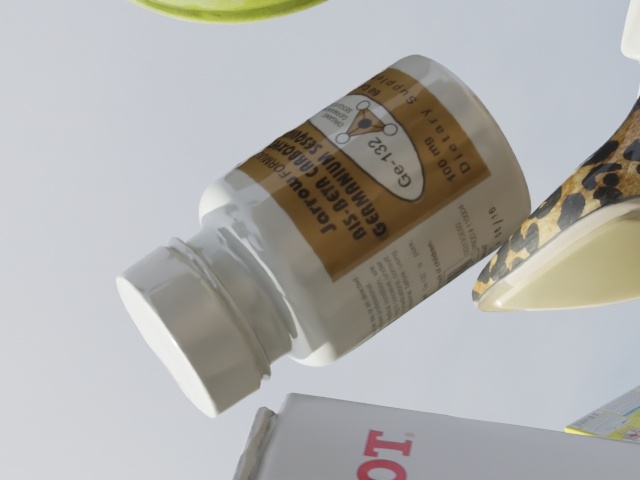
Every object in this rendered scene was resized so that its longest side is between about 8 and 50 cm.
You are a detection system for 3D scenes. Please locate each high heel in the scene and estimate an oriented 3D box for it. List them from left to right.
[{"bbox_3d":[0.186,-0.070,1.101,0.261,0.186,0.093,-29,-44,11],"label":"high heel"}]

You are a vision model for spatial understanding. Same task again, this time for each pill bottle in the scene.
[{"bbox_3d":[0.000,0.000,1.137,0.229,0.131,0.131,-34,-30,-13],"label":"pill bottle"}]

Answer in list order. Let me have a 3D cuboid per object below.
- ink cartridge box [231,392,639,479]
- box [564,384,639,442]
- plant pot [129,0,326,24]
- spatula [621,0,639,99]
[{"bbox_3d":[0.148,0.204,0.604,0.285,0.395,0.166,-69,-14,-65],"label":"ink cartridge box"},{"bbox_3d":[0.277,0.149,1.396,0.105,0.179,0.043,-25,-73,-27],"label":"box"},{"bbox_3d":[-0.102,-0.373,1.330,0.366,0.366,0.353,-60,-17,-1],"label":"plant pot"},{"bbox_3d":[0.288,-0.085,1.364,0.019,0.168,0.242,22,-102,-70],"label":"spatula"}]
